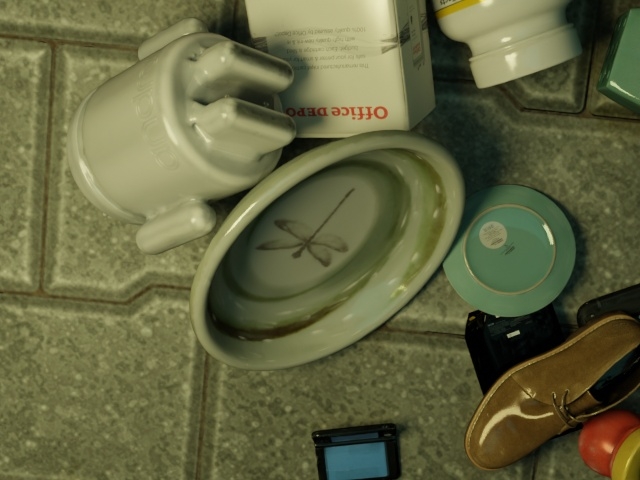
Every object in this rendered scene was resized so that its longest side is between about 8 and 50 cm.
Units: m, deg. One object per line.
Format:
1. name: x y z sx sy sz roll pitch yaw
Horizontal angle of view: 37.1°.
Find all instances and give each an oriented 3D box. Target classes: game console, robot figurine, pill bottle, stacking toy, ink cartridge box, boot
1. game console: 0.401 0.151 1.371 0.361 0.044 0.213 -19 99 4
2. robot figurine: -0.187 -0.136 1.216 0.353 0.200 0.299 -19 65 42
3. pill bottle: 0.218 -0.375 1.219 0.188 0.188 0.334 -19 98 4
4. stacking toy: 0.504 0.351 1.378 0.280 0.130 0.309 -21 112 -22
5. ink cartridge box: 0.021 -0.282 1.209 0.207 0.117 0.283 3 115 27
6. boot: 0.323 0.216 1.304 0.305 0.115 0.112 -41 100 9
7. game console: 0.053 0.312 1.388 0.122 0.107 0.071 -7 70 1

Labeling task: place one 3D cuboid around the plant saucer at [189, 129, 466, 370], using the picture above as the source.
1. plant saucer: 0.000 0.000 1.242 0.400 0.400 0.100 -41 55 6

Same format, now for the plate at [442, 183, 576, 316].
1. plate: 0.263 0.013 1.337 0.188 0.024 0.188 0 85 6

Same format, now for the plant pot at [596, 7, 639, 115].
1. plant pot: 0.497 -0.219 1.257 0.234 0.165 0.165 16 99 6
